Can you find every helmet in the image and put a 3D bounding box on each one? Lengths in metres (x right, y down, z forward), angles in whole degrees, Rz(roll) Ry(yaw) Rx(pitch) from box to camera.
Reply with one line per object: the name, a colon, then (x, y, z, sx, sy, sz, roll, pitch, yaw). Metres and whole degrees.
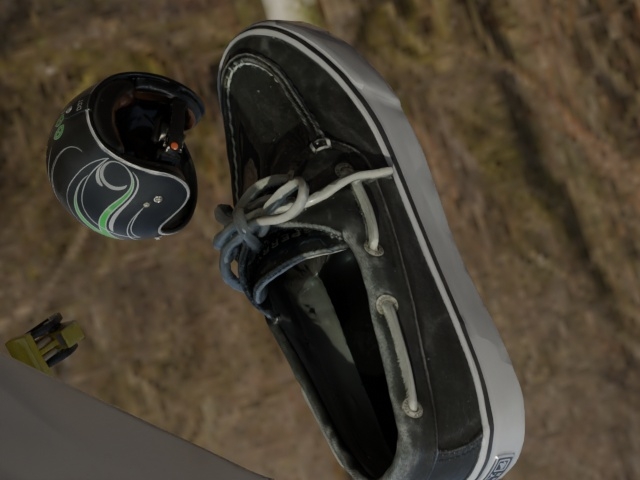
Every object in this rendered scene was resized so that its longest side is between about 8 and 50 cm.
helmet: (-0.196, -0.080, 1.889, 0.169, 0.169, 0.161, -13, 156, -30)

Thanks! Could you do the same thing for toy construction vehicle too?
toy construction vehicle: (-0.161, 0.098, 1.070, 0.035, 0.086, 0.098, -14, -164, 47)

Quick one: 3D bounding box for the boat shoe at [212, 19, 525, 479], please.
boat shoe: (-0.002, 0.003, 0.998, 0.105, 0.306, 0.113, 1, 148, -42)

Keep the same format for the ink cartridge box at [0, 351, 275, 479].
ink cartridge box: (-0.231, 0.222, 0.801, 0.395, 0.285, 0.166, -56, -166, 31)
